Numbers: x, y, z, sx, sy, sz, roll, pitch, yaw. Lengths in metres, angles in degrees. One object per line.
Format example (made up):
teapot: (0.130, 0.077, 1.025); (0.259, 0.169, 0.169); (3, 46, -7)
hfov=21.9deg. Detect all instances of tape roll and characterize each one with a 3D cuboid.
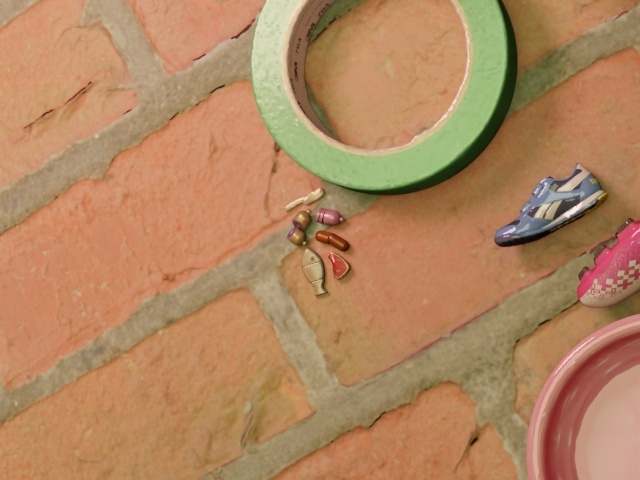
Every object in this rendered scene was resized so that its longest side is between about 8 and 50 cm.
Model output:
tape roll: (0.076, -0.217, 2.011); (0.321, 0.077, 0.321); (-1, 86, 16)

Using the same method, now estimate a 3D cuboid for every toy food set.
toy food set: (0.000, 0.000, 2.048); (0.078, 0.019, 0.122); (-27, 80, 13)

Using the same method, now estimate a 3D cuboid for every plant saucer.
plant saucer: (0.404, 0.246, 1.884); (0.332, 0.084, 0.332); (-1, 85, 16)

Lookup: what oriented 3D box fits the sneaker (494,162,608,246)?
sneaker: (0.266, -0.039, 1.959); (0.144, 0.053, 0.059); (-28, 80, 4)

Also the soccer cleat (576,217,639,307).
soccer cleat: (0.430, -0.009, 1.848); (0.143, 0.116, 0.331); (46, 117, 7)
